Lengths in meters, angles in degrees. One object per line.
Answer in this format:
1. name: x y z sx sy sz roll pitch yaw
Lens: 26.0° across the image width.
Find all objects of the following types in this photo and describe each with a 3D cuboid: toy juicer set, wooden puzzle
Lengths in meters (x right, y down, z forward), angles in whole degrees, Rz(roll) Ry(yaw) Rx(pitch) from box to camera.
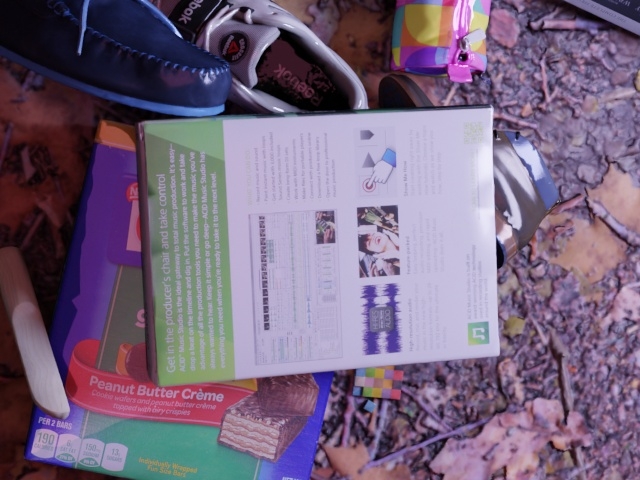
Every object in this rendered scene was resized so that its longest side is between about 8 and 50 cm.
1. toy juicer set: -0.379 0.080 1.249 0.328 0.089 0.209 3 49 -4
2. wooden puzzle: 0.059 0.133 1.398 0.049 0.006 0.083 6 92 -11

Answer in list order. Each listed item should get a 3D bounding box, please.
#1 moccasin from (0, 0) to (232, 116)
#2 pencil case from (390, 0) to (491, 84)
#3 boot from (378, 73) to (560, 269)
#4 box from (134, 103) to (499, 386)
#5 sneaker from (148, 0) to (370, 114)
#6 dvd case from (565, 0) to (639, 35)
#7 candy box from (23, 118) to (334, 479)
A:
1. moccasin: -0.227 -0.210 1.204 0.342 0.137 0.117 24 107 14
2. pencil case: 0.127 -0.268 1.346 0.104 0.104 0.236 4 91 -10
3. boot: 0.149 -0.087 1.383 0.106 0.082 0.219 -35 95 -29
4. box: 0.000 0.000 1.236 0.321 0.058 0.232 -3 96 -15
5. sneaker: -0.095 -0.197 1.287 0.330 0.146 0.123 26 89 -9
6. dvd case: 0.321 -0.297 1.313 0.179 0.239 0.030 20 52 -19
7. candy box: -0.114 0.068 1.305 0.268 0.122 0.317 12 90 -12
